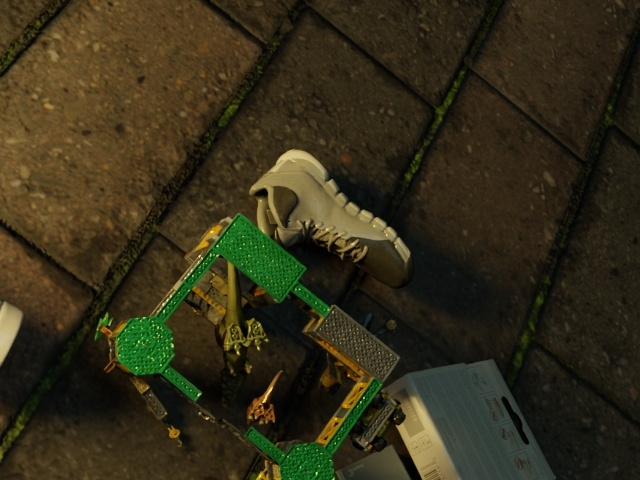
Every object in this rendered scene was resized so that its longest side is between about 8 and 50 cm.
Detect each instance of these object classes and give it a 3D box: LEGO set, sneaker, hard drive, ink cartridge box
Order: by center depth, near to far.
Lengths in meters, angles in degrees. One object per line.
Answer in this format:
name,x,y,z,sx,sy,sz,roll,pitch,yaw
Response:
LEGO set,-0.080,0.128,1.554,0.331,0.192,0.255,32,77,-11
hard drive,0.078,0.312,1.613,0.094,0.022,0.135,-18,73,-41
sneaker,0.000,0.000,1.731,0.228,0.086,0.132,43,50,10
ink cartridge box,0.185,0.243,1.731,0.224,0.056,0.181,0,60,-57

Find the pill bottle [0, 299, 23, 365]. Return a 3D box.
pill bottle,-0.406,0.060,1.360,0.216,0.121,0.121,30,48,-17
